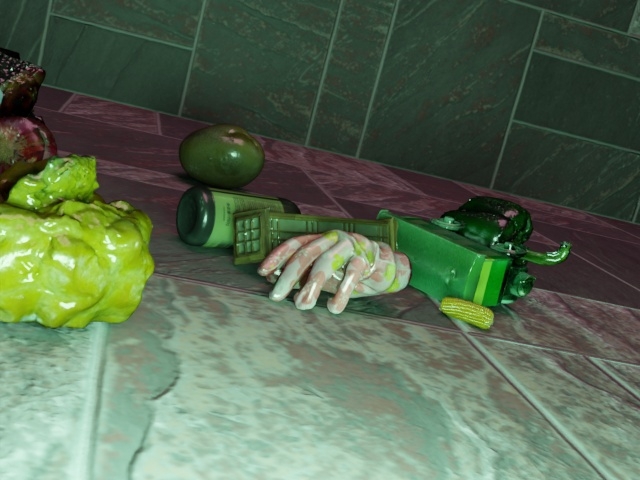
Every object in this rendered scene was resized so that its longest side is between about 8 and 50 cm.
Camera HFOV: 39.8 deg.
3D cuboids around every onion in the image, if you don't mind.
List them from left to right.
[{"bbox_3d":[-0.517,-0.132,1.525,0.150,0.150,0.140,17,-17,11],"label":"onion"}]

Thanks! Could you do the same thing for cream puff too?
[{"bbox_3d":[-0.316,-0.016,1.014,0.282,0.185,0.282,18,10,-3],"label":"cream puff"}]

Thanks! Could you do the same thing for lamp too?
[{"bbox_3d":[0.000,0.000,1.504,0.325,0.090,0.089,2,-7,-45],"label":"lamp"}]

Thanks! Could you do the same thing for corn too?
[{"bbox_3d":[0.239,0.116,1.442,0.092,0.037,0.037,16,11,20],"label":"corn"}]

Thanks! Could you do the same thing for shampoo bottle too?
[{"bbox_3d":[-0.107,-0.029,1.545,0.284,0.101,0.101,6,14,-37],"label":"shampoo bottle"}]

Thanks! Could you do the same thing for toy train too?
[{"bbox_3d":[0.243,0.036,1.634,0.202,0.120,0.301,0,18,-40],"label":"toy train"}]

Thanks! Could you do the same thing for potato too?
[{"bbox_3d":[-0.237,-0.199,2.091,0.178,0.160,0.235,36,-13,-34],"label":"potato"}]

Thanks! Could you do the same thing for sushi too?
[{"bbox_3d":[-0.637,-0.256,1.686,0.212,0.215,0.227,15,11,2],"label":"sushi"}]

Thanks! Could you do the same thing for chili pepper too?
[{"bbox_3d":[0.364,0.007,1.774,0.165,0.174,0.261,-1,14,-45],"label":"chili pepper"}]

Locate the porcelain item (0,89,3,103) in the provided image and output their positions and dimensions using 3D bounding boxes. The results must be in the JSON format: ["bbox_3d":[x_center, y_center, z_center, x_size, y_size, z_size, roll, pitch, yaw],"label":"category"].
[{"bbox_3d":[-0.739,-0.254,1.472,0.405,0.243,0.178,19,-1,22],"label":"porcelain item"}]

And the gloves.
[{"bbox_3d":[0.015,0.039,1.339,0.241,0.126,0.145,14,12,-37],"label":"gloves"}]
